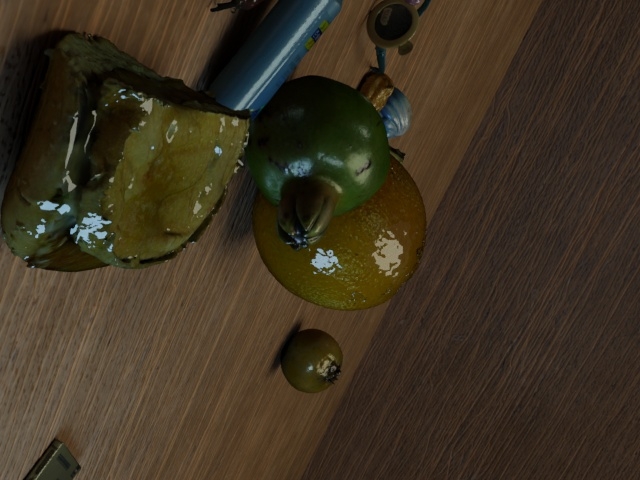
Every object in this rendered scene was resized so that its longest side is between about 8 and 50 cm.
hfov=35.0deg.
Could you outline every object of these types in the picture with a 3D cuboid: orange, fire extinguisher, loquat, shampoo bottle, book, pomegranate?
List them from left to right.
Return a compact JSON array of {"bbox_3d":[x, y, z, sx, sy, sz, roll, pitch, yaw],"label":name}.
[{"bbox_3d":[-0.391,0.363,1.335,0.198,0.016,0.138,-55,167,-23],"label":"book"},{"bbox_3d":[-0.062,-0.292,1.126,0.173,0.035,0.049,-50,168,-52],"label":"fire extinguisher"},{"bbox_3d":[-0.036,-0.242,1.177,0.258,0.061,0.104,-51,176,4],"label":"shampoo bottle"},{"bbox_3d":[-0.027,-0.115,1.348,0.241,0.190,0.159,-55,140,-17],"label":"pomegranate"},{"bbox_3d":[-0.020,0.280,2.356,0.137,0.163,0.163,25,95,-47],"label":"loquat"},{"bbox_3d":[0.030,-0.026,1.543,0.274,0.274,0.274,-56,167,-20],"label":"orange"}]

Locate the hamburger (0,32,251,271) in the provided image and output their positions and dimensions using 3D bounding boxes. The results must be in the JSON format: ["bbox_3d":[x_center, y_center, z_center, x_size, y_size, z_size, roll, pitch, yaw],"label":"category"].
[{"bbox_3d":[-0.183,-0.060,0.929,0.211,0.132,0.309,-62,167,10],"label":"hamburger"}]

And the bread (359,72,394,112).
[{"bbox_3d":[0.096,-0.259,1.818,0.083,0.044,0.111,-63,170,18],"label":"bread"}]

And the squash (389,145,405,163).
[{"bbox_3d":[0.020,-0.167,1.783,0.093,0.169,0.252,-57,-159,-4],"label":"squash"}]

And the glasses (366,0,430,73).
[{"bbox_3d":[0.123,-0.372,1.695,0.189,0.088,0.220,-59,-172,-13],"label":"glasses"}]

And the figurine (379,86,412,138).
[{"bbox_3d":[0.135,-0.251,1.962,0.114,0.079,0.114,8,80,-56],"label":"figurine"}]
